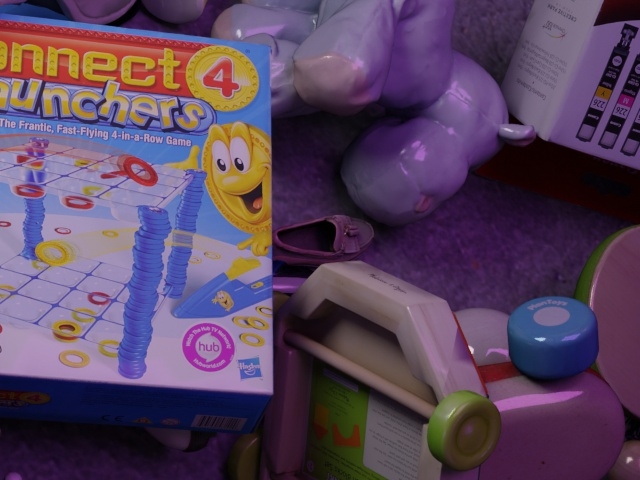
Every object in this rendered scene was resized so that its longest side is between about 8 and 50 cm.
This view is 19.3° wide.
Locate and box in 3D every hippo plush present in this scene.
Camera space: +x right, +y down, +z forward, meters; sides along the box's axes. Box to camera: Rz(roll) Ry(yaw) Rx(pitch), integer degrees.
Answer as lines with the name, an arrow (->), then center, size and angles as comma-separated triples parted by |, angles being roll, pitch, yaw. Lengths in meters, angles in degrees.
hippo plush -> 0.055, -0.151, 1.715 | 0.294, 0.234, 0.236 | -50, 127, -24

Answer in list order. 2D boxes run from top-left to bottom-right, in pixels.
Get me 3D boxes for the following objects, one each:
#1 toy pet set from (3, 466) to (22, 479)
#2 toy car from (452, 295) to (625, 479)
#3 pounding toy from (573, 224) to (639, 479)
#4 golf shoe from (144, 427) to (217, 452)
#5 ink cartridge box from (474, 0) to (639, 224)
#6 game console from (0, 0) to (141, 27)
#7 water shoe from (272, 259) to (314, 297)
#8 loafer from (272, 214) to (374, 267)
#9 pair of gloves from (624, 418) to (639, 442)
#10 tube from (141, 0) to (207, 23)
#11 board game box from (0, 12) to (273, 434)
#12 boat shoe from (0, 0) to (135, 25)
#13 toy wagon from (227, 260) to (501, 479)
toy pet set -> -0.282, 0.176, 1.406 | 0.122, 0.065, 0.114 | 0, 109, -30
toy car -> 0.123, 0.133, 1.603 | 0.210, 0.219, 0.238 | -16, 29, -11
pounding toy -> 0.281, 0.106, 1.758 | 0.183, 0.110, 0.237 | -22, 99, -39
golf shoe -> -0.195, 0.075, 1.487 | 0.120, 0.105, 0.273 | -35, 77, -31
ink cartridge box -> 0.340, -0.131, 1.794 | 0.309, 0.271, 0.130 | 15, 14, -23
game console -> -0.291, -0.273, 1.564 | 0.173, 0.250, 0.293 | 33, 48, 22
water shoe -> -0.068, 0.022, 1.598 | 0.203, 0.073, 0.080 | 7, 60, -28
loafer -> 0.000, 0.000, 1.670 | 0.125, 0.039, 0.045 | -10, 70, -34
pair of gloves -> 0.312, 0.205, 1.768 | 0.083, 0.010, 0.074 | 39, 53, -5
tube -> -0.108, -0.303, 1.757 | 0.070, 0.062, 0.240 | 66, 30, -41
board game box -> -0.191, -0.017, 1.426 | 0.308, 0.086, 0.302 | 5, 63, -13
boat shoe -> -0.235, -0.243, 1.524 | 0.099, 0.116, 0.319 | 26, 15, 19
toy wagon -> 0.027, 0.194, 1.446 | 0.068, 0.267, 0.344 | -7, 110, -35
